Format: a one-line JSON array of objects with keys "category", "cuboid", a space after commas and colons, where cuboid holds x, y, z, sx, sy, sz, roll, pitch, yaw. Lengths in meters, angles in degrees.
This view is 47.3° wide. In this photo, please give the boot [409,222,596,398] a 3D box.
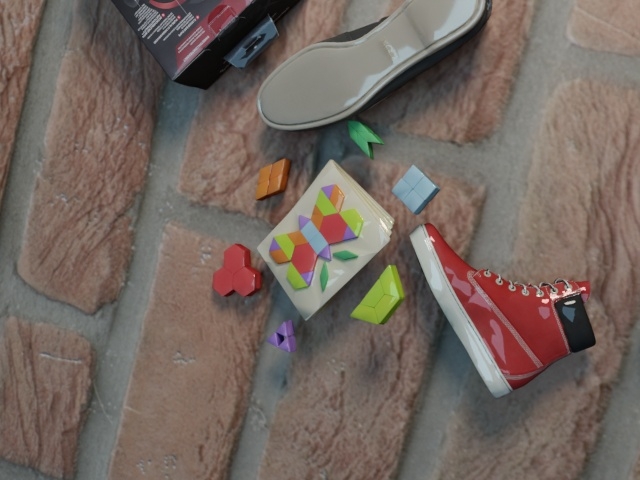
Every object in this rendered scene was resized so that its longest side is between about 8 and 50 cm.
[{"category": "boot", "cuboid": [0.237, 0.055, 0.937, 0.176, 0.088, 0.244, -33, 85, 9]}]

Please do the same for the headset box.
[{"category": "headset box", "cuboid": [-0.173, -0.369, 1.006, 0.218, 0.110, 0.293, -40, 83, 16]}]

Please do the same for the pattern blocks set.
[{"category": "pattern blocks set", "cuboid": [0.000, 0.000, 0.984, 0.285, 0.026, 0.325, 38, 106, 29]}]

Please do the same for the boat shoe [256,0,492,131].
[{"category": "boat shoe", "cuboid": [0.073, -0.234, 0.964, 0.335, 0.095, 0.112, -26, 84, 22]}]
